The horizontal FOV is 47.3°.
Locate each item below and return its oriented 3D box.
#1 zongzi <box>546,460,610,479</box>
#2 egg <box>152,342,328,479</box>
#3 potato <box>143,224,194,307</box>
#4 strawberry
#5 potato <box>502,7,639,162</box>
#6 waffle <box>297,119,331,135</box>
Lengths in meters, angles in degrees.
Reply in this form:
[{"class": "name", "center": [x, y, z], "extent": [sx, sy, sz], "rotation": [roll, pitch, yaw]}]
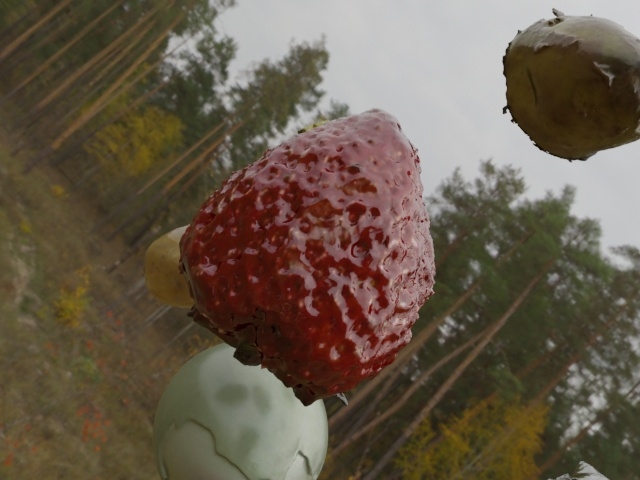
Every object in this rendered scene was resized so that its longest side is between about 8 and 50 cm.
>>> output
[{"class": "zongzi", "center": [0.541, 0.549, 1.602], "extent": [0.289, 0.154, 0.317], "rotation": [33, 16, -20]}, {"class": "egg", "center": [-0.127, 0.308, 1.159], "extent": [0.278, 0.278, 0.336], "rotation": [50, 4, -8]}, {"class": "potato", "center": [-0.159, 0.032, 1.022], "extent": [0.109, 0.178, 0.118], "rotation": [-105, 179, -67]}, {"class": "strawberry", "center": [0.000, 0.000, 0.714], "extent": [0.257, 0.276, 0.257], "rotation": [31, 0, 0]}, {"class": "potato", "center": [0.519, -0.306, 1.383], "extent": [0.289, 0.300, 0.237], "rotation": [5, 2, -6]}, {"class": "waffle", "center": [0.026, -0.037, 1.016], "extent": [0.210, 0.055, 0.160], "rotation": [62, -19, 18]}]
